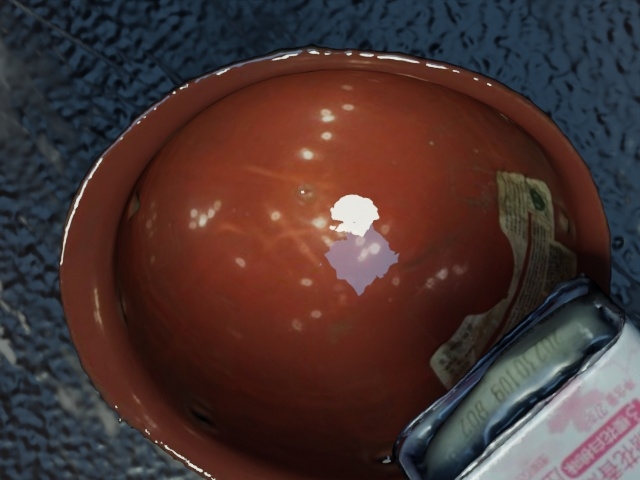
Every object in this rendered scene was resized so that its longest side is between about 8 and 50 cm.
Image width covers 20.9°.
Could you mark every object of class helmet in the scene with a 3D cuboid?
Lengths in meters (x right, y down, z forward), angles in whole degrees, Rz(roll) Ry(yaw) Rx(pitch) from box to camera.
[{"bbox_3d":[0.000,0.000,1.265,0.385,0.230,0.337,10,108,-12],"label":"helmet"}]

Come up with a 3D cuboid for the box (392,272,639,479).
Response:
[{"bbox_3d":[0.233,0.209,1.216,0.190,0.112,0.370,-44,114,4],"label":"box"}]
